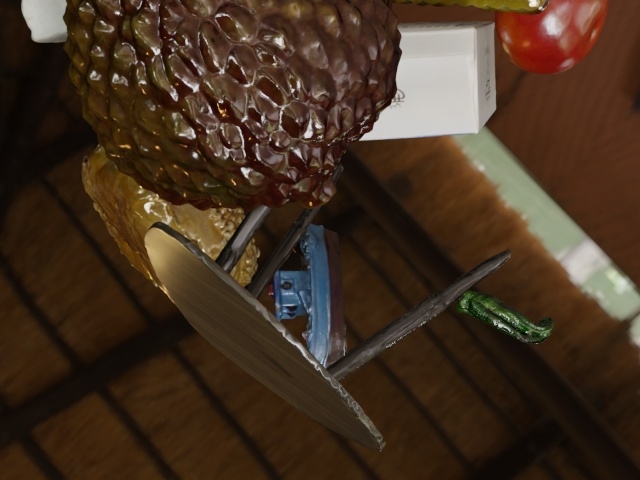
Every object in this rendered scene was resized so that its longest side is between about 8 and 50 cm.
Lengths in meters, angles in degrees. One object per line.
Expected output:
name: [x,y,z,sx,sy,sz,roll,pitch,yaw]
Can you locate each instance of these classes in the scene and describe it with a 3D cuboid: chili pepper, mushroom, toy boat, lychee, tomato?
chili pepper: [0.203,0.083,1.406,0.118,0.035,0.055,15,-147,-14]
mushroom: [-0.269,-0.325,1.600,0.270,0.118,0.103,-69,-34,-59]
toy boat: [-0.019,0.078,1.716,0.100,0.097,0.223,97,171,-58]
lychee: [-0.066,-0.137,0.919,0.271,0.236,0.236,50,-167,-18]
tomato: [0.340,-0.332,1.914,0.136,0.195,0.195,30,-171,25]

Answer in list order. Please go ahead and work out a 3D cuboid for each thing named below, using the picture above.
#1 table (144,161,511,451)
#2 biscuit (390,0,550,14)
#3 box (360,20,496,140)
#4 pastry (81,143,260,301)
table: [0.000,0.000,1.329,0.317,0.249,0.317,38,164,13]
biscuit: [0.116,-0.325,1.349,0.254,0.172,0.029,6,-172,12]
box: [0.083,-0.178,1.446,0.274,0.203,0.116,-45,-47,-75]
pastry: [-0.192,-0.036,1.790,0.311,0.162,0.255,33,153,50]
